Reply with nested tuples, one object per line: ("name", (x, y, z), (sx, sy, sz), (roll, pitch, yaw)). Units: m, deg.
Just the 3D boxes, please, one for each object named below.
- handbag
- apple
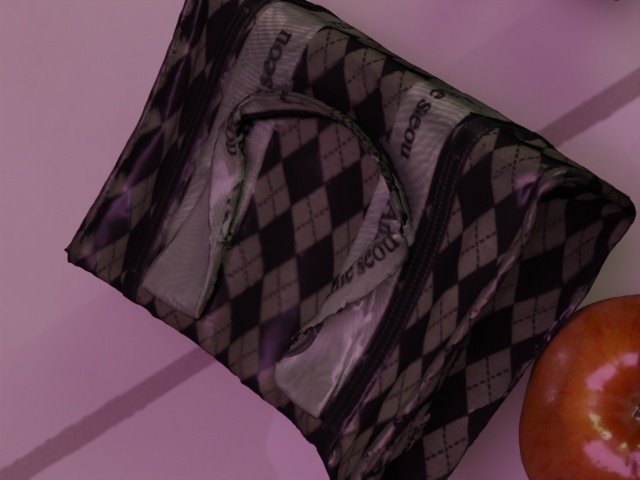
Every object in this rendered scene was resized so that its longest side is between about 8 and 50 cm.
("handbag", (0.000, 0.000, 1.533), (0.416, 0.180, 0.316), (35, 99, 39))
("apple", (0.249, 0.133, 1.468), (0.209, 0.164, 0.209), (-3, 82, 21))
